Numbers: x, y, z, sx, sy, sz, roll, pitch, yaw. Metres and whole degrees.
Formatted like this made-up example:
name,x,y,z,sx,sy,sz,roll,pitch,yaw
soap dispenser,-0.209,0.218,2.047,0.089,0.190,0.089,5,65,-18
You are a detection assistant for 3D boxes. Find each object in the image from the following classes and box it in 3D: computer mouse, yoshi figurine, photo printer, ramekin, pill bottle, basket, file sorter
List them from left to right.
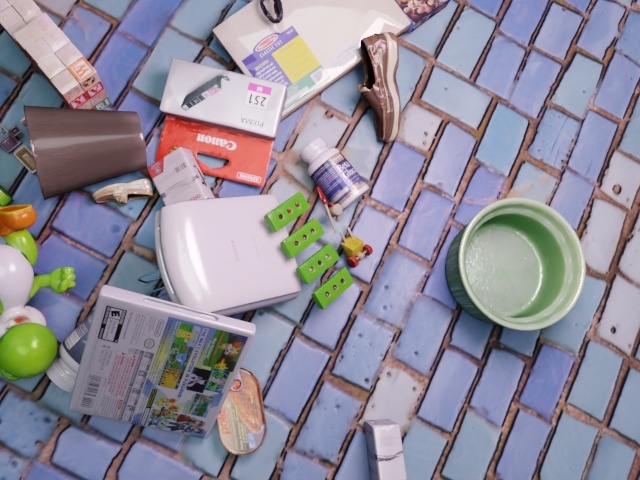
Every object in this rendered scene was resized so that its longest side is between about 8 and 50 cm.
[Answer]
name,x,y,z,sx,sy,sz,roll,pitch,yaw
yoshi figurine,-0.606,0.122,1.189,0.203,0.203,0.362,-6,106,-4
basket,-0.510,-0.209,1.315,0.226,0.154,0.205,-13,99,-20
pill bottle,-0.487,0.230,1.269,0.108,0.108,0.180,42,83,1
file sorter,-0.317,0.142,1.307,0.104,0.118,0.170,-21,84,-8
photo printer,-0.201,0.031,1.274,0.307,0.107,0.256,-8,79,-45
computer mouse,-0.117,-0.625,1.420,0.071,0.041,0.242,-10,80,20
pill bottle,0.029,-0.160,1.418,0.094,0.094,0.169,-39,88,-12
ramekin,0.447,0.062,1.411,0.303,0.148,0.304,1,80,-8

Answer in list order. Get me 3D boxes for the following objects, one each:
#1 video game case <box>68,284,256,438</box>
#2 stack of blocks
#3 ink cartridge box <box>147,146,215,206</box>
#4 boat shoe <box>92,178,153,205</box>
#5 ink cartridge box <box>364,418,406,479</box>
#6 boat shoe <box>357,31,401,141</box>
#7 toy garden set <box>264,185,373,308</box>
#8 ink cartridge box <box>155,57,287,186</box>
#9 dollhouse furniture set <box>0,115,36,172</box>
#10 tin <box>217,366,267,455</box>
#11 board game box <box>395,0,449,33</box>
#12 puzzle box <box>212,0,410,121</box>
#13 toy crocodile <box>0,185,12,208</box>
name,x,y,z,sx,sy,sz,roll,pitch,yaw
video game case,-0.324,0.257,1.199,0.299,0.036,0.329,17,120,-15
stack of blocks,-0.612,-0.427,1.337,0.087,0.171,0.297,-40,87,-13
ink cartridge box,-0.319,-0.129,1.369,0.099,0.056,0.135,-28,85,12
boat shoe,-0.450,-0.105,1.364,0.135,0.050,0.045,-16,77,-10
ink cartridge box,0.143,0.477,1.315,0.063,0.109,0.151,-5,81,-8
boat shoe,0.132,-0.364,1.438,0.095,0.095,0.258,-10,107,-16
toy garden set,0.000,0.000,1.361,0.203,0.049,0.244,-38,104,-34
ink cartridge box,-0.237,-0.273,1.390,0.275,0.060,0.239,13,88,-1
dollhouse furniture set,-0.664,-0.220,1.338,0.091,0.081,0.114,-44,88,-12
tin,-0.180,0.377,1.326,0.106,0.040,0.190,-8,81,-13
board game box,0.204,-0.669,1.542,0.243,0.042,0.165,47,65,2
puzzle box,-0.022,-0.515,1.458,0.408,0.052,0.272,-36,90,-3
toy crocodile,-0.788,-0.132,1.294,0.115,0.105,0.340,-44,88,-13
